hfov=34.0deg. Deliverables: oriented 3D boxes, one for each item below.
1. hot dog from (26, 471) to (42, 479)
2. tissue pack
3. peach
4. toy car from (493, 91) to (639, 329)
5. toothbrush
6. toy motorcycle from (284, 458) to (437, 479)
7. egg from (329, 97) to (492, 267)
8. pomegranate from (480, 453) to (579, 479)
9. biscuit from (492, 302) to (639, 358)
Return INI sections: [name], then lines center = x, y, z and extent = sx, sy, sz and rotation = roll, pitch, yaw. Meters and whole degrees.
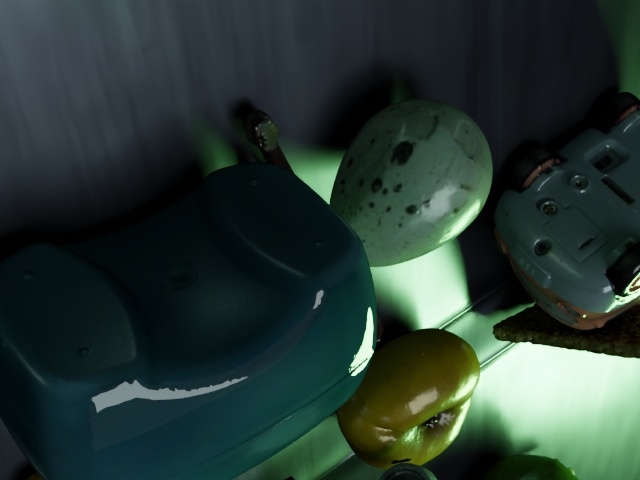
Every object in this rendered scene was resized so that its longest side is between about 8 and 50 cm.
[hot dog]
center = -0.225, 0.220, 0.965
extent = 0.122, 0.037, 0.049
rotation = -8, 118, -46
[tissue pack]
center = -0.104, 0.086, 0.813
extent = 0.288, 0.198, 0.206
rotation = -27, 138, -26
[peach]
center = 0.101, 0.179, 1.178
extent = 0.179, 0.103, 0.179
rotation = -23, 138, -23
[toy car]
center = 0.322, -0.011, 1.161
extent = 0.271, 0.180, 0.212
rotation = -32, 151, -18
[toothbrush]
center = -0.001, 0.000, 0.965
extent = 0.041, 0.041, 0.364
rotation = -39, 143, -9
[toy motorcycle]
center = 0.038, 0.334, 1.189
extent = 0.275, 0.127, 0.205
rotation = -14, 154, 30
[egg]
center = 0.074, -0.048, 0.914
extent = 0.164, 0.131, 0.131
rotation = -48, 144, -5
[pomegranate]
center = 0.321, 0.396, 1.553
extent = 0.225, 0.187, 0.187
rotation = -33, 150, -59
[biscuit]
center = 0.324, 0.095, 1.227
extent = 0.131, 0.237, 0.026
rotation = -23, 103, -33
